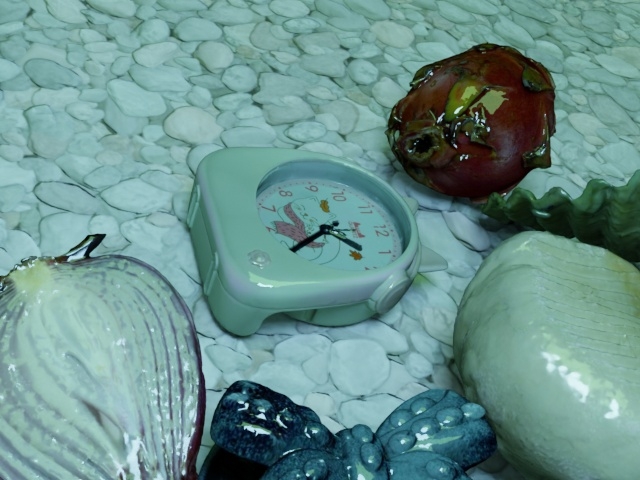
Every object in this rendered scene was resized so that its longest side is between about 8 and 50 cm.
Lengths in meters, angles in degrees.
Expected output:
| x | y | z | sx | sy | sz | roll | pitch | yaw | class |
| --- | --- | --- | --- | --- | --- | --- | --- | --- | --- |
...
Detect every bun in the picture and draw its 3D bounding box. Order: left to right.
| x | y | z | sx | sy | sz | roll | pitch | yaw | class |
| --- | --- | --- | --- | --- | --- | --- | --- | --- | --- |
| 0.310 | 0.171 | 1.169 | 0.365 | 0.219 | 0.365 | 21 | 35 | -16 | bun |

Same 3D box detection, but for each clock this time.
| x | y | z | sx | sy | sz | roll | pitch | yaw | class |
| --- | --- | --- | --- | --- | --- | --- | --- | --- | --- |
| 0.000 | 0.000 | 1.307 | 0.324 | 0.108 | 0.265 | 2 | 44 | -21 | clock |

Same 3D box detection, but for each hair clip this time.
| x | y | z | sx | sy | sz | roll | pitch | yaw | class |
| --- | --- | --- | --- | --- | --- | --- | --- | --- | --- |
| 0.033 | 0.253 | 1.017 | 0.310 | 0.194 | 0.206 | 4 | 32 | -15 | hair clip |

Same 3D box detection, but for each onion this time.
| x | y | z | sx | sy | sz | roll | pitch | yaw | class |
| --- | --- | --- | --- | --- | --- | --- | --- | --- | --- |
| -0.227 | 0.191 | 0.989 | 0.267 | 0.159 | 0.348 | -21 | 69 | -23 | onion |

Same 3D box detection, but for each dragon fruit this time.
| x | y | z | sx | sy | sz | roll | pitch | yaw | class |
| --- | --- | --- | --- | --- | --- | --- | --- | --- | --- |
| 0.235 | -0.176 | 1.499 | 0.250 | 0.250 | 0.315 | 25 | 22 | 4 | dragon fruit |

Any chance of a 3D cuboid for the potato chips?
| x | y | z | sx | sy | sz | roll | pitch | yaw | class |
| --- | --- | --- | --- | --- | --- | --- | --- | --- | --- |
| 0.411 | -0.003 | 1.351 | 0.373 | 0.389 | 0.097 | 24 | 84 | -1 | potato chips |
